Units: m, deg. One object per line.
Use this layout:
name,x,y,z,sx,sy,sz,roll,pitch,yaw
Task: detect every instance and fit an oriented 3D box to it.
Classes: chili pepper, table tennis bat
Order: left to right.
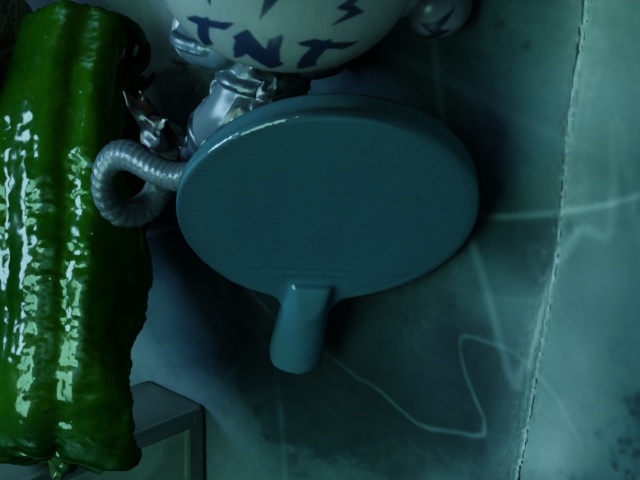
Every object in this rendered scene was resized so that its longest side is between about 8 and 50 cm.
chili pepper,-0.218,0.006,1.357,0.213,0.167,0.385,134,141,-79
table tennis bat,0.000,0.000,1.206,0.329,0.215,0.044,102,168,-56

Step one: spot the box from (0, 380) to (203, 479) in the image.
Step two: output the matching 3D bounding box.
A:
box,-0.212,0.228,1.472,0.086,0.225,0.130,19,117,41

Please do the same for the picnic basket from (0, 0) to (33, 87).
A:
picnic basket,-0.382,-0.126,1.454,0.313,0.228,0.175,106,175,-59

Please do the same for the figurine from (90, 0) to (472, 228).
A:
figurine,-0.029,-0.162,1.161,0.382,0.261,0.186,103,162,-54
